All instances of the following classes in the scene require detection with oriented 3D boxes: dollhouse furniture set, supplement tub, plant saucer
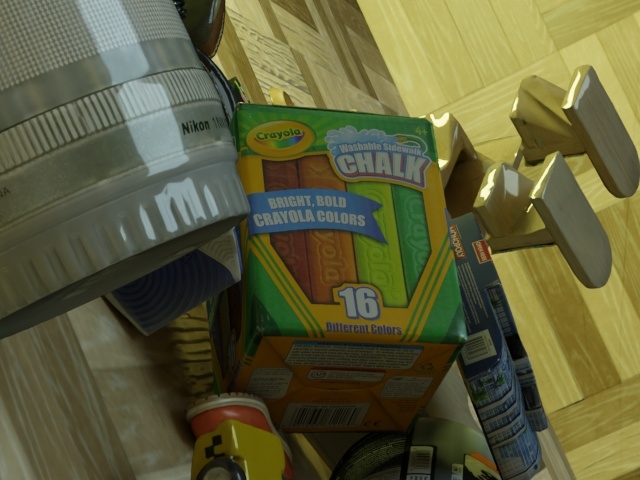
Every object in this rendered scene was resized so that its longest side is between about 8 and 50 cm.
[{"bbox_3d":[0.124,0.061,1.759,0.256,0.362,0.394,56,42,-32],"label":"dollhouse furniture set"},{"bbox_3d":[0.084,0.287,1.441,0.194,0.193,0.316,62,12,-11],"label":"supplement tub"},{"bbox_3d":[-0.043,-0.173,2.311,0.083,0.015,0.083,59,13,-23],"label":"plant saucer"}]

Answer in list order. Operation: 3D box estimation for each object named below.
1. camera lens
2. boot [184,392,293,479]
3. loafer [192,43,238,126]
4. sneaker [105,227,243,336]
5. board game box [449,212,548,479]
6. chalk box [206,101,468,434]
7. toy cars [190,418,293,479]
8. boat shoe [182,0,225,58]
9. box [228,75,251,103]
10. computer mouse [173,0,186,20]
[{"bbox_3d":[-0.186,-0.097,0.991,0.274,0.219,0.219,65,11,3],"label":"camera lens"},{"bbox_3d":[-0.058,0.180,1.386,0.158,0.059,0.085,51,22,-52],"label":"boot"},{"bbox_3d":[-0.112,-0.095,1.670,0.220,0.080,0.078,64,11,0],"label":"loafer"},{"bbox_3d":[-0.158,-0.100,1.358,0.315,0.127,0.182,60,14,-13],"label":"sneaker"},{"bbox_3d":[0.153,0.111,1.496,0.194,0.060,0.194,-105,173,-50],"label":"board game box"},{"bbox_3d":[0.000,0.000,1.465,0.179,0.180,0.289,114,-27,-54],"label":"chalk box"},{"bbox_3d":[-0.020,0.315,1.204,0.394,0.087,0.176,65,23,-17],"label":"toy cars"},{"bbox_3d":[-0.145,-0.282,1.833,0.324,0.122,0.120,-102,165,-47],"label":"boat shoe"},{"bbox_3d":[-0.097,-0.127,1.878,0.083,0.052,0.062,62,11,-20],"label":"box"},{"bbox_3d":[-0.202,-0.202,1.520,0.193,0.106,0.042,-4,88,-65],"label":"computer mouse"}]
